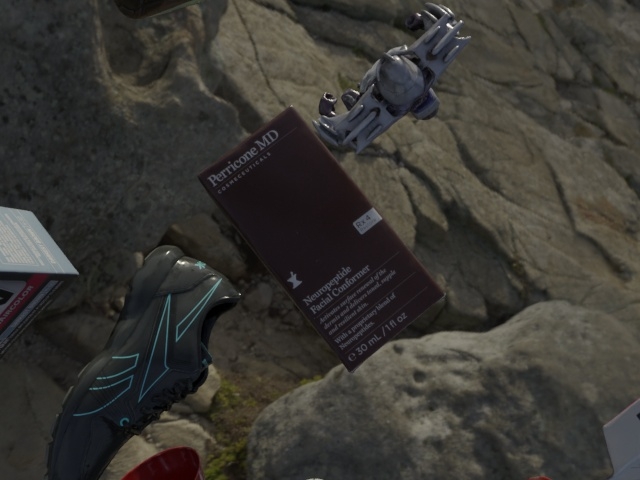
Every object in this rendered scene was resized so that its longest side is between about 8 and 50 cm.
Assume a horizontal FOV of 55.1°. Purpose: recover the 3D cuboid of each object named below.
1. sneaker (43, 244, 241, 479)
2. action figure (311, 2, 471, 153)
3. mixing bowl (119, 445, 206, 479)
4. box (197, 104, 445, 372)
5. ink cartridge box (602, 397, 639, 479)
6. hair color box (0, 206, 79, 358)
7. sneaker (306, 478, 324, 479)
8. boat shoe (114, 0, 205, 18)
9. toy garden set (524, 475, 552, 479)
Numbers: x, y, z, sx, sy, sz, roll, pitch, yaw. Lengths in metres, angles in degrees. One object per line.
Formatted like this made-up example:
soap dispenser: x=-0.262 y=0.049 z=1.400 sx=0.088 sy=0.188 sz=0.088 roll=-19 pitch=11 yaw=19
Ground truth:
sneaker: x=-0.173 y=0.135 z=0.607 sx=0.106 sy=0.101 sz=0.267 roll=24 pitch=73 yaw=2
action figure: x=0.077 y=-0.173 z=0.697 sx=0.099 sy=0.185 sz=0.285 roll=56 pitch=7 yaw=-1
mixing bowl: x=-0.238 y=0.414 z=0.928 sx=0.181 sy=0.181 sz=0.098 roll=-44 pitch=114 yaw=-41
box: x=0.000 y=0.000 z=0.974 sx=0.191 sy=0.143 sz=0.381 roll=-39 pitch=82 yaw=-6
ink cartridge box: x=0.503 y=0.213 z=0.799 sx=0.175 sy=0.371 sz=0.069 roll=15 pitch=32 yaw=-37
hair color box: x=-0.429 y=0.051 z=0.559 sx=0.113 sy=0.185 sz=0.374 roll=47 pitch=10 yaw=16
sneaker: x=-0.004 y=0.418 z=0.712 sx=0.090 sy=0.145 sz=0.270 roll=-7 pitch=33 yaw=5
boat shoe: x=-0.081 y=-0.226 z=0.490 sx=0.072 sy=0.190 sz=0.068 roll=-41 pitch=126 yaw=-53
toy garden set: x=0.128 y=0.211 z=0.175 sx=0.204 sy=0.049 sz=0.244 roll=38 pitch=34 yaw=-12
